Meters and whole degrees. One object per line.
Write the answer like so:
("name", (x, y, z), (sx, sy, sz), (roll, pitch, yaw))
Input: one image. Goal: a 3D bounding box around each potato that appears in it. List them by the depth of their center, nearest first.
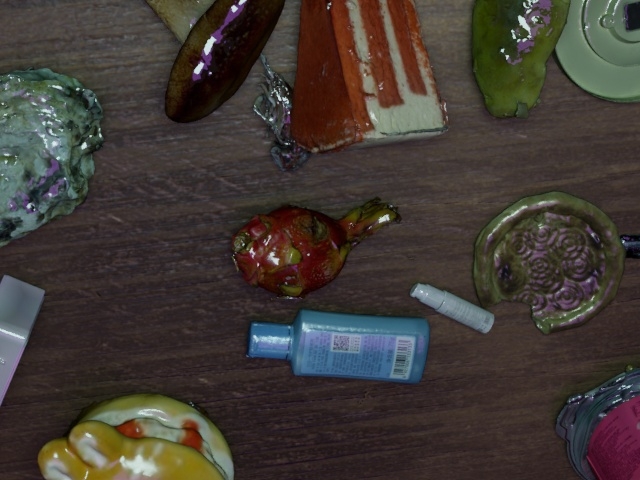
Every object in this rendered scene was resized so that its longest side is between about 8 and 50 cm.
("potato", (0.249, -0.265, 1.161), (0.117, 0.090, 0.225), (17, 108, 29))

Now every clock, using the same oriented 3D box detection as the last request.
("clock", (0.411, -0.296, 1.202), (0.235, 0.029, 0.235), (-2, 112, -5))
("clock", (-0.443, 0.165, 1.242), (0.063, 0.150, 0.197), (22, 108, -15))

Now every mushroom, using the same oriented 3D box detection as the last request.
("mushroom", (-0.174, -0.278, 1.120), (0.217, 0.148, 0.227), (34, 96, 2))

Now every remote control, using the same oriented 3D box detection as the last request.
("remote control", (0.480, 0.011, 1.339), (0.096, 0.014, 0.039), (2, 112, -5))

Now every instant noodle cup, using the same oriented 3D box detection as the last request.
("instant noodle cup", (0.516, 0.340, 1.367), (0.302, 0.181, 0.258), (4, 120, -7))

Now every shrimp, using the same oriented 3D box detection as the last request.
("shrimp", (-0.054, -0.168, 1.196), (0.065, 0.056, 0.165), (-20, 109, 10))

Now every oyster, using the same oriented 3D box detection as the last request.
("oyster", (-0.378, -0.087, 1.148), (0.198, 0.112, 0.267), (10, 117, -30))

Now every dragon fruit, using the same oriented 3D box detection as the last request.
("dragon fruit", (0.000, 0.000, 1.243), (0.246, 0.125, 0.125), (-25, 143, -16))

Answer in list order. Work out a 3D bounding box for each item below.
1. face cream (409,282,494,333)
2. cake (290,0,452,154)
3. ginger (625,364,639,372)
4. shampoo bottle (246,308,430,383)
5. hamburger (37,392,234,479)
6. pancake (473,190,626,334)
("face cream", (0.189, 0.095, 1.335), (0.130, 0.034, 0.034), (25, 107, -15))
("cake", (0.041, -0.232, 1.160), (0.158, 0.159, 0.262), (-7, 80, -32))
("ginger", (0.515, 0.204, 1.413), (0.097, 0.030, 0.048), (27, 127, -11))
("shampoo bottle", (0.023, 0.151, 1.327), (0.258, 0.061, 0.104), (5, 112, -8))
("hamburger", (-0.263, 0.354, 1.317), (0.261, 0.186, 0.302), (-22, 110, 3))
("pancake", (0.330, 0.034, 1.326), (0.235, 0.029, 0.212), (18, 110, -12))
